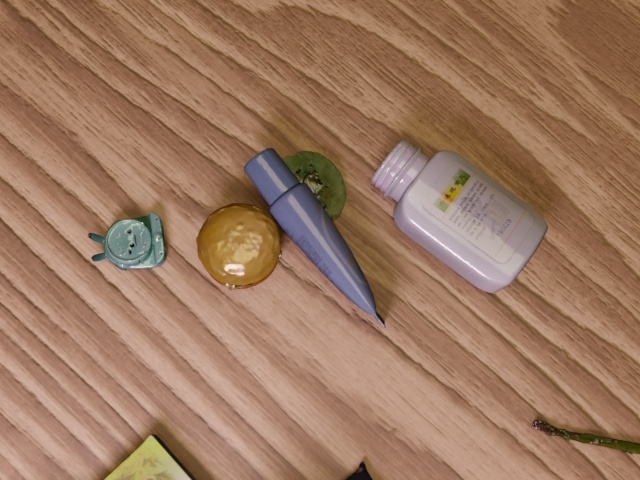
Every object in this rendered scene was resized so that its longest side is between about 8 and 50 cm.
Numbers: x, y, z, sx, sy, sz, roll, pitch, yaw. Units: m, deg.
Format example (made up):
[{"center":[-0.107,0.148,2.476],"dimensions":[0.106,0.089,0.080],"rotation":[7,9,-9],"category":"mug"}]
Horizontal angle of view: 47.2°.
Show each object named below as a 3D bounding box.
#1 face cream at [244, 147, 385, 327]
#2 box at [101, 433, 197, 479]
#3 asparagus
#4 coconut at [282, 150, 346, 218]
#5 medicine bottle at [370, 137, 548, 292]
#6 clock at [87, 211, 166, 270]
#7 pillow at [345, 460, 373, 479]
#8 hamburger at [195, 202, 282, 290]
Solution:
[{"center":[0.000,0.000,1.336],"dimensions":[0.086,0.135,0.385],"rotation":[-37,86,2],"category":"face cream"},{"center":[-0.263,0.482,1.233],"dimensions":[0.175,0.062,0.260],"rotation":[-43,84,-14],"category":"box"},{"center":[0.510,0.369,1.361],"dimensions":[0.248,0.024,0.025],"rotation":[13,68,-1],"category":"asparagus"},{"center":[-0.022,-0.117,1.418],"dimensions":[0.158,0.055,0.133],"rotation":[12,76,-4],"category":"coconut"},{"center":[0.254,-0.058,1.397],"dimensions":[0.324,0.124,0.179],"rotation":[37,73,3],"category":"medicine bottle"},{"center":[-0.356,0.006,1.357],"dimensions":[0.135,0.041,0.101],"rotation":[-10,77,-8],"category":"clock"},{"center":[0.045,0.467,1.275],"dimensions":[0.150,0.048,0.090],"rotation":[-35,84,-11],"category":"pillow"},{"center":[-0.148,0.013,1.338],"dimensions":[0.162,0.115,0.162],"rotation":[1,73,-4],"category":"hamburger"}]
